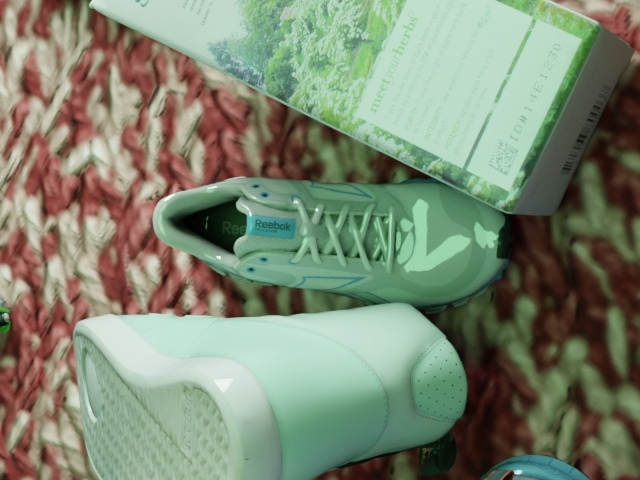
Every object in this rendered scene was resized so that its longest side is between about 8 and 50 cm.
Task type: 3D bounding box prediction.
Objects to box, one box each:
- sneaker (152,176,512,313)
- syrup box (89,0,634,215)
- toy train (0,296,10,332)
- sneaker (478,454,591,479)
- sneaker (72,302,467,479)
[{"bbox_3d":[0.000,0.000,0.724,0.190,0.083,0.071,1,87,26],"label":"sneaker"},{"bbox_3d":[0.019,-0.103,0.694,0.236,0.096,0.093,28,100,18],"label":"syrup box"},{"bbox_3d":[-0.221,0.054,0.873,0.083,0.017,0.024,-21,68,25],"label":"toy train"},{"bbox_3d":[0.076,0.233,0.651,0.104,0.125,0.262,-5,86,28],"label":"sneaker"},{"bbox_3d":[-0.030,0.079,0.738,0.256,0.151,0.094,4,103,61],"label":"sneaker"}]
